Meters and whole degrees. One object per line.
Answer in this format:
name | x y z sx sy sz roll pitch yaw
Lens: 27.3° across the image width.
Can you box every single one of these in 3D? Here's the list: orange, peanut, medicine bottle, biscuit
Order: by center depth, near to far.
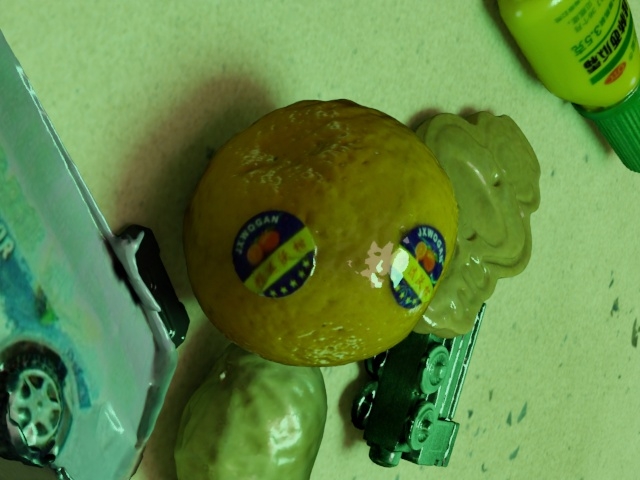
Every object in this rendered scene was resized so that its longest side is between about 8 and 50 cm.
orange | 0.001 -0.003 0.831 0.177 0.178 0.155 -59 137 -17
peanut | -0.055 0.173 0.896 0.103 0.098 0.229 9 96 -10
biscuit | 0.111 -0.025 1.026 0.236 0.040 0.144 -43 111 -44
medicine bottle | 0.242 -0.156 1.153 0.111 0.076 0.309 -56 140 -9

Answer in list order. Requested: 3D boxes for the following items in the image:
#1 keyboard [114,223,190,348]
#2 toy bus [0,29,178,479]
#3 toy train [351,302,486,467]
keyboard | -0.178 0.097 0.780 0.262 0.016 0.106 -44 133 -33
toy bus | -0.174 -0.011 0.594 0.138 0.113 0.317 -57 136 -41
toy train | 0.083 0.100 1.061 0.111 0.071 0.170 21 85 -61
